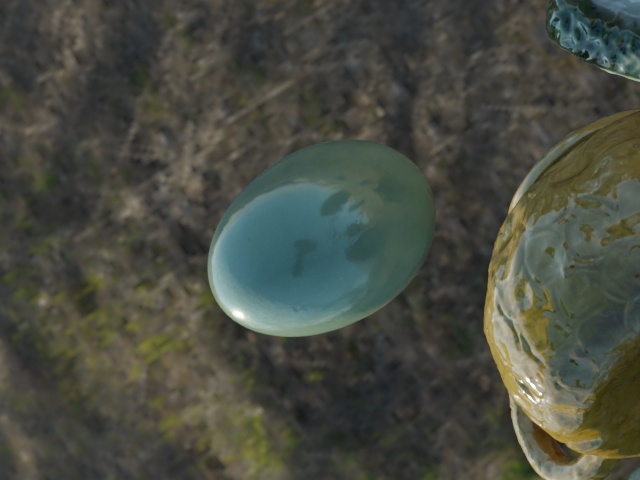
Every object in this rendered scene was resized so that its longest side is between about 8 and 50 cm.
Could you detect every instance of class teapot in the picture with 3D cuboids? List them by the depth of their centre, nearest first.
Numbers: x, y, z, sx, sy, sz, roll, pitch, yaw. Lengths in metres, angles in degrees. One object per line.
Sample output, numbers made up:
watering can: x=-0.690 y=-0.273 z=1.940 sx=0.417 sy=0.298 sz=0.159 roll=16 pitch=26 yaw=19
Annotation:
teapot: x=0.171 y=0.011 z=0.922 sx=0.167 sy=0.203 sz=0.311 roll=63 pitch=146 yaw=35

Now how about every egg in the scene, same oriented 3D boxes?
egg: x=0.000 y=0.000 z=1.578 sx=0.168 sy=0.231 sz=0.168 roll=53 pitch=-164 yaw=-22

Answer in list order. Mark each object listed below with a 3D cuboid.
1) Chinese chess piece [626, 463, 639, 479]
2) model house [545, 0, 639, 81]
Chinese chess piece: x=0.272 y=0.192 z=1.123 sx=0.146 sy=0.349 sz=0.349 roll=46 pitch=150 yaw=12
model house: x=0.307 y=-0.296 z=1.325 sx=0.190 sy=0.271 sz=0.301 roll=19 pitch=160 yaw=9
